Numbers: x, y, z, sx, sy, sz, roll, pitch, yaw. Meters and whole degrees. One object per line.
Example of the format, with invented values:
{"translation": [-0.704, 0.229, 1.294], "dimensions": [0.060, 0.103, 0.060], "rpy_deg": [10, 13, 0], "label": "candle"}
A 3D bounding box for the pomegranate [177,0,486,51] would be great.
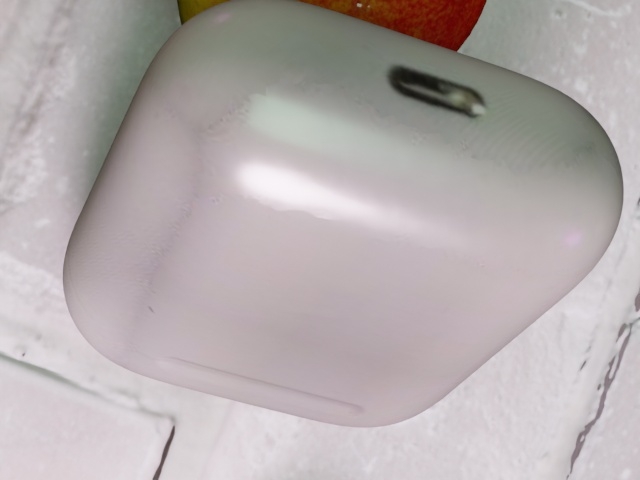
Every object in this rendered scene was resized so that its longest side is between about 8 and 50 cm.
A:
{"translation": [-0.015, -0.189, 0.864], "dimensions": [0.256, 0.221, 0.221], "rpy_deg": [2, 97, -7], "label": "pomegranate"}

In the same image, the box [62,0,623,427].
{"translation": [0.000, -0.001, 0.838], "dimensions": [0.288, 0.349, 0.141], "rpy_deg": [15, 58, -15], "label": "box"}
